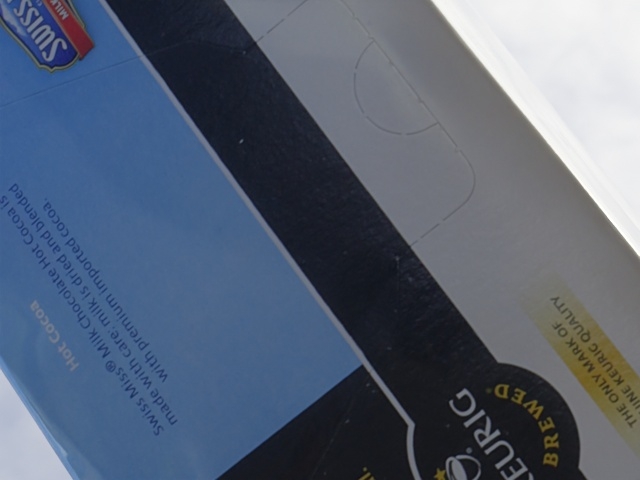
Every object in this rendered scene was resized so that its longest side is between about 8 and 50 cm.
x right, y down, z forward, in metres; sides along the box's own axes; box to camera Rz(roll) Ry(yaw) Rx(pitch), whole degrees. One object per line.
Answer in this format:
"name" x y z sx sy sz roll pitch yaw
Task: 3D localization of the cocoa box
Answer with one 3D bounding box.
"cocoa box" 0.000 0.000 0.573 0.228 0.231 0.347 -39 -102 14
